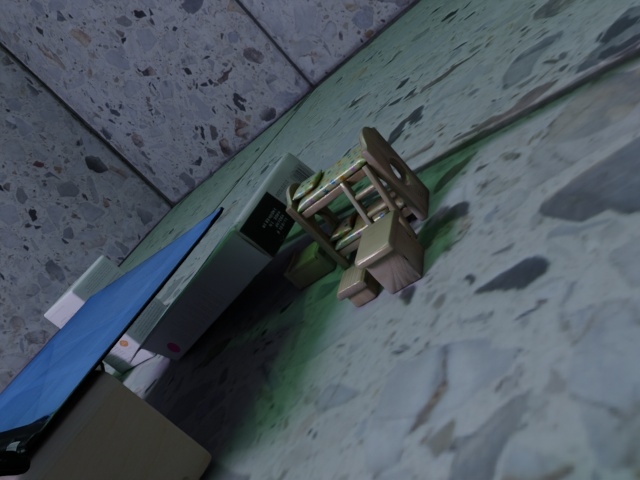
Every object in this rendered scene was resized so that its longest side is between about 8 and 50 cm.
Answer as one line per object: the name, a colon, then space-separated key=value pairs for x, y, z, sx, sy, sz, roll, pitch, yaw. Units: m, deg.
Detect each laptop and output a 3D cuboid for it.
laptop: x=-0.360 y=0.092 z=0.490 sx=0.382 sy=0.408 sz=0.236 roll=-26 pitch=59 yaw=44

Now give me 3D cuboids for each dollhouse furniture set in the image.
dollhouse furniture set: x=0.000 y=0.000 z=0.531 sx=0.182 sy=0.101 sz=0.161 roll=-35 pitch=19 yaw=30

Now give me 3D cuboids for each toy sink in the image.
toy sink: x=-0.227 y=0.218 z=0.499 sx=0.234 sy=0.131 sz=0.153 roll=-18 pitch=31 yaw=53

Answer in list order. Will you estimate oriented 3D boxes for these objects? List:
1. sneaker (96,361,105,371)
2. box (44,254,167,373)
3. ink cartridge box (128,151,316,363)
sneaker: x=-0.434 y=0.300 z=0.914 sx=0.222 sy=0.083 sz=0.118 roll=-59 pitch=0 yaw=-17
box: x=-0.357 y=0.131 z=0.933 sx=0.130 sy=0.170 sz=0.091 roll=-30 pitch=23 yaw=39
ink cartridge box: x=-0.145 y=0.049 z=0.759 sx=0.371 sy=0.069 sz=0.176 roll=-42 pitch=14 yaw=40
